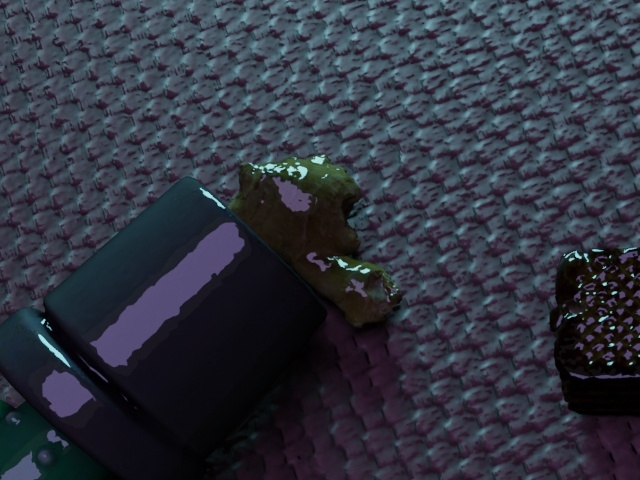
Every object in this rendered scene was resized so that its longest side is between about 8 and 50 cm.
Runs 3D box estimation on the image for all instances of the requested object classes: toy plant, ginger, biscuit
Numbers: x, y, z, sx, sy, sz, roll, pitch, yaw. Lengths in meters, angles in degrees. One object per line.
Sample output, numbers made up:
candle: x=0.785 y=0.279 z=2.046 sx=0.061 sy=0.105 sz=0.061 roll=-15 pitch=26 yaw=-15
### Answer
toy plant: x=-0.174 y=0.152 z=1.351 sx=0.279 sy=0.185 sz=0.400 roll=44 pitch=87 yaw=1
ginger: x=0.005 y=-0.007 z=1.449 sx=0.165 sy=0.067 sz=0.096 roll=39 pitch=78 yaw=16
biscuit: x=0.355 y=0.063 z=1.306 sx=0.388 sy=0.073 sz=0.107 roll=-1 pitch=61 yaw=15
